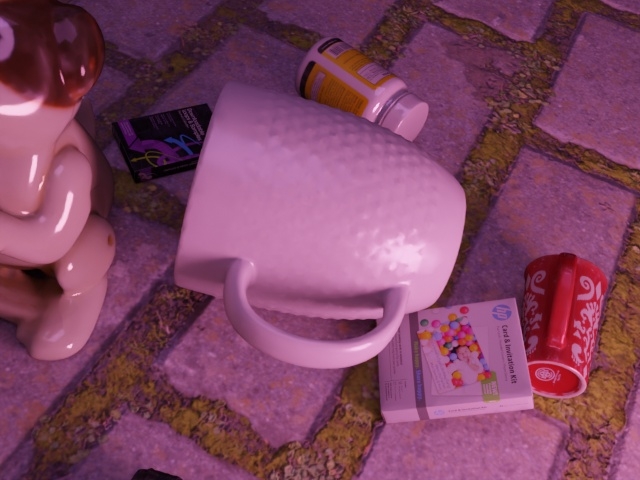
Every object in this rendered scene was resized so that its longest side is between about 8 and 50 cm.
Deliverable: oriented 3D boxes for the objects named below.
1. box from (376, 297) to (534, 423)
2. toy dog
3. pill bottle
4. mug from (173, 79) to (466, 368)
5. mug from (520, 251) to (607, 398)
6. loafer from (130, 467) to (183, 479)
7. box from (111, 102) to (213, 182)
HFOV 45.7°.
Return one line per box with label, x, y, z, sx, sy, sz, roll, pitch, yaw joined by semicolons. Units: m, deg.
box;0.168;0.154;0.975;0.186;0.038;0.145;-8;50;11
toy dog;-0.358;-0.109;0.898;0.285;0.408;0.395;25;52;10
pill bottle;0.069;-0.241;1.269;0.208;0.119;0.119;39;55;20
mug;0.000;0.000;0.955;0.328;0.276;0.374;14;44;-5
mug;0.311;0.107;1.021;0.113;0.150;0.169;-12;42;39
loafer;-0.215;0.319;0.809;0.061;0.062;0.170;13;43;30
box;-0.235;-0.159;1.207;0.162;0.029;0.116;-17;56;-23
